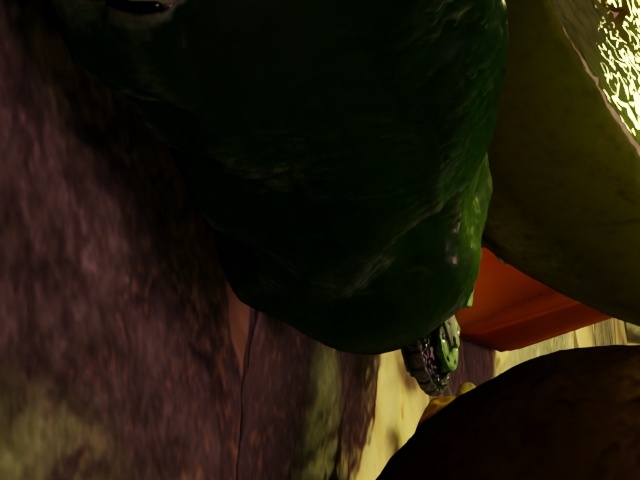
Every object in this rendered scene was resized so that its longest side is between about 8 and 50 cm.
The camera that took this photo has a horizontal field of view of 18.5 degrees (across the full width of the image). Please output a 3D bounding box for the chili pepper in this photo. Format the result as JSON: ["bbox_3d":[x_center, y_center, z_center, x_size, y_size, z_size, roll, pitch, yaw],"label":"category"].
[{"bbox_3d":[0.001,-0.040,0.669,0.270,0.136,0.099,72,-5,-60],"label":"chili pepper"}]

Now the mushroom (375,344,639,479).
[{"bbox_3d":[0.160,0.219,0.914,0.356,0.334,0.331,16,71,-66],"label":"mushroom"}]

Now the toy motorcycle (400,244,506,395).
[{"bbox_3d":[0.053,-0.012,1.027,0.190,0.074,0.106,-80,153,-45],"label":"toy motorcycle"}]

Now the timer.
[{"bbox_3d":[0.148,-0.067,1.367,0.257,0.161,0.250,24,48,-75],"label":"timer"}]

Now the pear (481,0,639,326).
[{"bbox_3d":[0.135,-0.044,0.957,0.239,0.139,0.288,49,25,-10],"label":"pear"}]
